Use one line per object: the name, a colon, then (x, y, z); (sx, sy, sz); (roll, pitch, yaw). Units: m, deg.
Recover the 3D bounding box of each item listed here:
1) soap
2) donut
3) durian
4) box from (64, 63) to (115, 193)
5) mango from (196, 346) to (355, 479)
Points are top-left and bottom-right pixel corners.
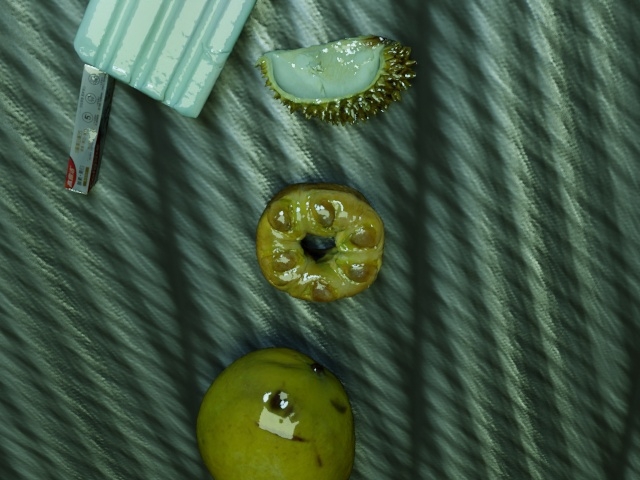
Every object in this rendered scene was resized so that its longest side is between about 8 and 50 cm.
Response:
soap: (-0.194, -0.379, 1.019); (0.208, 0.115, 0.347); (26, 113, -13)
donut: (-0.001, 0.002, 1.205); (0.226, 0.114, 0.226); (0, 116, -1)
durian: (0.027, -0.248, 1.095); (0.252, 0.144, 0.139); (-11, 94, 10)
box: (-0.373, -0.183, 1.146); (0.039, 0.055, 0.218); (16, 114, -6)
mango: (-0.084, 0.405, 1.344); (0.301, 0.220, 0.445); (2, 119, -4)
